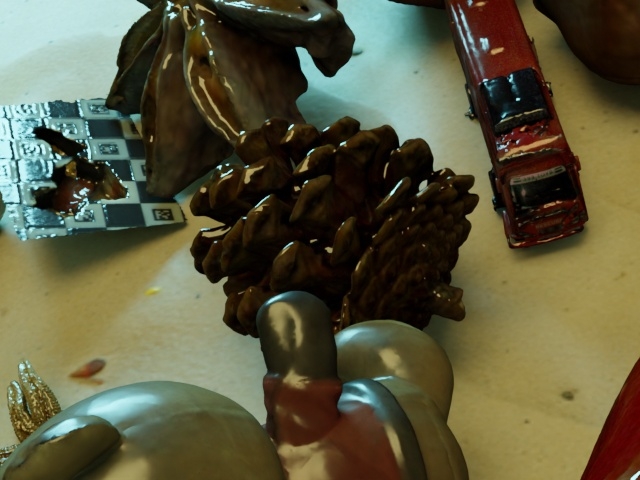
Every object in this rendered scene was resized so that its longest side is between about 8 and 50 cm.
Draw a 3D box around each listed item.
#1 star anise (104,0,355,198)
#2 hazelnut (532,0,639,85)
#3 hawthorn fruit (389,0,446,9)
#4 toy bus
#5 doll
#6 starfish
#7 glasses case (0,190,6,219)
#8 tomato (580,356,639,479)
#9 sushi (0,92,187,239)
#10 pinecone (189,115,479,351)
[{"bbox_3d":[-0.067,-0.187,1.248,0.332,0.118,0.331,-27,56,50],"label":"star anise"},{"bbox_3d":[0.258,-0.231,1.185,0.230,0.229,0.229,-10,46,11],"label":"hazelnut"},{"bbox_3d":[0.066,-0.291,1.306,0.235,0.181,0.181,25,60,34],"label":"hawthorn fruit"},{"bbox_3d":[0.144,-0.102,1.166,0.074,0.096,0.234,-17,44,7],"label":"toy bus"},{"bbox_3d":[-0.042,0.163,0.864,0.330,0.235,0.174,-9,41,-34],"label":"doll"},{"bbox_3d":[-0.191,0.146,1.088,0.130,0.041,0.133,-1,50,27],"label":"starfish"},{"bbox_3d":[-0.422,-0.060,1.303,0.313,0.131,0.070,8,52,26],"label":"glasses case"},{"bbox_3d":[0.238,0.182,0.727,0.293,0.289,0.325,21,56,26],"label":"tomato"},{"bbox_3d":[-0.206,-0.054,1.286,0.139,0.031,0.201,-7,39,-22],"label":"sushi"},{"bbox_3d":[0.000,0.002,1.068,0.212,0.168,0.186,10,39,45],"label":"pinecone"}]
